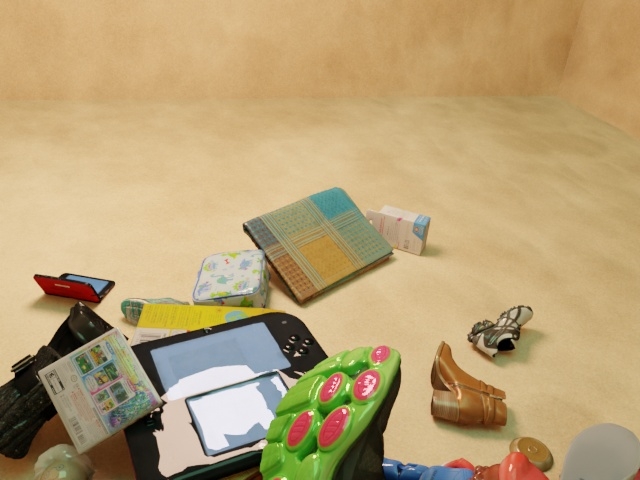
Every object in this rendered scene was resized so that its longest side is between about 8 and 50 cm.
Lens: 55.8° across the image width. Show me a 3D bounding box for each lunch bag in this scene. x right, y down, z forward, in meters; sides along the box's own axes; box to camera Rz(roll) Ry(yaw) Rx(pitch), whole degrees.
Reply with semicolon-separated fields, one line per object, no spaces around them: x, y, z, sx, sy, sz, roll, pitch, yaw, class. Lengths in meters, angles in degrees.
-0.216;0.108;1.462;0.176;0.090;0.219;-7;29;3;lunch bag

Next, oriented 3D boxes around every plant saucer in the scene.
0.407;0.406;1.163;0.083;0.015;0.083;5;31;-3;plant saucer

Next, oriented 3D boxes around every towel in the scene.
0.000;0.000;1.648;0.370;0.040;0.271;-25;70;-39;towel

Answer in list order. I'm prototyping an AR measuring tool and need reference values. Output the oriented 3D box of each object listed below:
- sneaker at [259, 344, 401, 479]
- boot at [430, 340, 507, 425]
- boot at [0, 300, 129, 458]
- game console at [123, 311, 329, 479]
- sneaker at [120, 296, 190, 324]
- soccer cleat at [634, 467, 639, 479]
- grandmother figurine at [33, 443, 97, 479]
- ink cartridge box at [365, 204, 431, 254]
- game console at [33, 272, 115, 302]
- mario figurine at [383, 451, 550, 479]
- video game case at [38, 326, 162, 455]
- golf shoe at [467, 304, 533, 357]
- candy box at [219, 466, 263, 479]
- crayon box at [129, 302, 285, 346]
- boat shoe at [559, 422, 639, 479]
0.018;0.375;0.895;0.185;0.202;0.483;-5;49;38;sneaker
0.311;0.303;1.270;0.152;0.073;0.197;8;43;5;boot
-0.508;0.252;1.153;0.131;0.348;0.260;42;77;-8;boot
-0.158;0.264;1.077;0.386;0.060;0.342;-12;29;-23;game console
-0.379;0.161;1.412;0.166;0.065;0.076;9;14;-1;sneaker
0.614;0.414;1.144;0.247;0.083;0.095;-6;-5;-4;soccer cleat
-0.354;0.440;0.894;0.207;0.104;0.342;-18;38;-25;grandmother figurine
0.224;-0.037;1.784;0.181;0.104;0.061;17;32;18;ink cartridge box
-0.589;0.094;1.455;0.143;0.124;0.085;8;57;5;game console
0.221;0.433;0.951;0.320;0.170;0.198;-6;49;26;mario figurine
-0.358;0.241;0.986;0.143;0.019;0.157;-30;68;-20;video game case
0.445;0.221;1.436;0.198;0.077;0.094;-20;49;-25;golf shoe
-0.169;0.420;0.953;0.186;0.109;0.053;-20;37;-35;candy box
-0.234;0.230;1.286;0.318;0.081;0.202;3;31;-4;crayon box
0.454;0.440;1.019;0.113;0.105;0.306;15;39;32;boat shoe
